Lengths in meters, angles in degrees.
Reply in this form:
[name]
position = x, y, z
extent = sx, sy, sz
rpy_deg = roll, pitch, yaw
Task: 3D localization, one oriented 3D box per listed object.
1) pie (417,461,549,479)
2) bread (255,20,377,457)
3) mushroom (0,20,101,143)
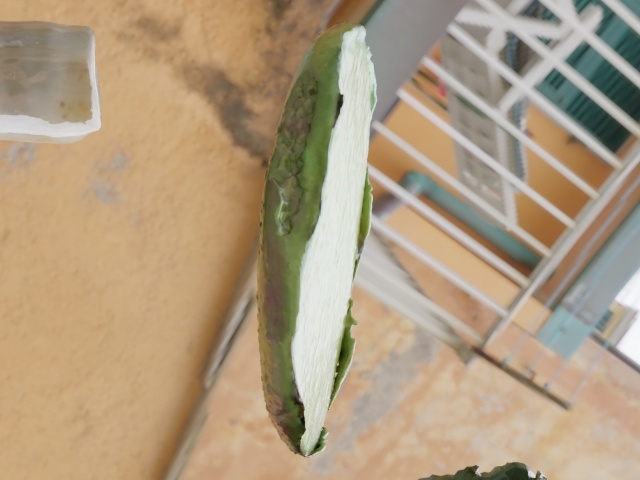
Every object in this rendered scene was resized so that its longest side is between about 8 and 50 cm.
[pie]
position = 0.028, 0.316, 0.824
extent = 0.395, 0.180, 0.418
rpy_deg = -20, -174, 19
[bread]
position = 0.001, 0.001, 0.802
extent = 0.301, 0.045, 0.301
rpy_deg = 7, 90, -80
[mushroom]
position = -0.343, -0.133, 0.984
extent = 0.292, 0.290, 0.292
rpy_deg = -3, -94, 54
